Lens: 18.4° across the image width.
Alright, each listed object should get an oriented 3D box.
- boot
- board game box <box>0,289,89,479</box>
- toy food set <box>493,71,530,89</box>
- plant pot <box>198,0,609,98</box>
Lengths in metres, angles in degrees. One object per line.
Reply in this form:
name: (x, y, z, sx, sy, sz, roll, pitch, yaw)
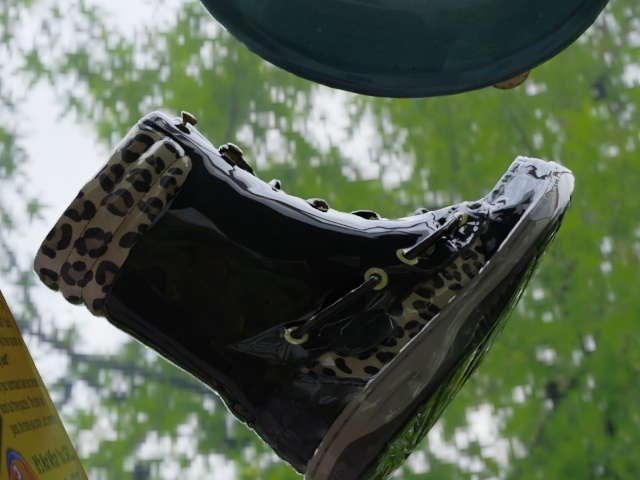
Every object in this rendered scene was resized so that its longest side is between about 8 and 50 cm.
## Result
boot: (0.000, 0.000, 1.413, 0.284, 0.377, 0.138, 31, -44, 11)
board game box: (-0.290, 0.178, 0.874, 0.356, 0.356, 0.356, -25, -93, -1)
toy food set: (0.133, -0.158, 1.437, 0.082, 0.020, 0.083, 41, -72, -12)
plant pot: (0.062, -0.325, 1.295, 0.341, 0.341, 0.334, -2, -29, -3)
